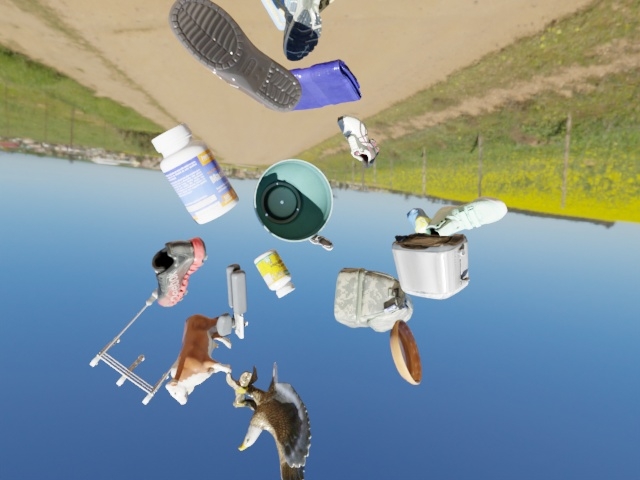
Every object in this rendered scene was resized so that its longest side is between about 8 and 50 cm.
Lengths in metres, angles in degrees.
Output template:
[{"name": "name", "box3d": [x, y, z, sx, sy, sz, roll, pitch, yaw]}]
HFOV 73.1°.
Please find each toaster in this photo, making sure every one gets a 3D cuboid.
[{"name": "toaster", "box3d": [0.284, 0.063, 1.140, 0.129, 0.147, 0.226, -21, -165, -37]}]

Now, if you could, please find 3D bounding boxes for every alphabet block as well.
[{"name": "alphabet block", "box3d": [-0.082, -0.877, 1.499, 0.193, 0.197, 0.192, 28, 162, 48]}]

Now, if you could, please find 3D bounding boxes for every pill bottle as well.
[{"name": "pill bottle", "box3d": [-0.370, -0.199, 1.273, 0.152, 0.272, 0.152, -25, -160, 9]}, {"name": "pill bottle", "box3d": [-0.207, 0.155, 2.003, 0.117, 0.209, 0.117, -31, 173, -4]}]

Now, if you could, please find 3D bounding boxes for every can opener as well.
[{"name": "can opener", "box3d": [-0.276, 0.205, 1.371, 0.093, 0.281, 0.074, -15, -142, -34]}]

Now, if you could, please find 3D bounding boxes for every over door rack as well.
[{"name": "over door rack", "box3d": [-0.604, 0.377, 1.543, 0.239, 0.324, 0.108, 40, 147, -7]}]

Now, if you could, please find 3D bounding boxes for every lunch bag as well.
[{"name": "lunch bag", "box3d": [0.211, 0.227, 1.634, 0.255, 0.213, 0.305, -2, 161, 19]}]

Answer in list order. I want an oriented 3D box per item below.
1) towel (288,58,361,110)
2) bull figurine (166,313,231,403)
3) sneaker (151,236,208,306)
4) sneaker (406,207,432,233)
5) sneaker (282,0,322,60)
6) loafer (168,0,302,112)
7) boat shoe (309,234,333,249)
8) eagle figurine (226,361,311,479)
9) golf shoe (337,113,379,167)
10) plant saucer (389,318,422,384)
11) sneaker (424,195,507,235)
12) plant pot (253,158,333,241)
[{"name": "towel", "box3d": [-0.029, -0.554, 1.538, 0.307, 0.077, 0.227, -2, 167, 24]}, {"name": "bull figurine", "box3d": [-0.386, 0.373, 1.409, 0.188, 0.101, 0.311, 9, -135, -14]}, {"name": "sneaker", "box3d": [-0.445, 0.096, 1.275, 0.135, 0.276, 0.098, 3, -136, -44]}, {"name": "sneaker", "box3d": [0.386, -0.056, 1.597, 0.091, 0.126, 0.240, -31, 154, 8]}, {"name": "sneaker", "box3d": [-0.059, -0.686, 1.288, 0.110, 0.283, 0.122, -7, -139, -34]}, {"name": "loafer", "box3d": [-0.218, -0.446, 1.089, 0.365, 0.134, 0.130, 39, 176, -16]}, {"name": "boat shoe", "box3d": [0.000, 0.000, 1.915, 0.125, 0.046, 0.038, 32, 159, 14]}, {"name": "eagle figurine", "box3d": [-0.125, 0.495, 1.180, 0.298, 0.225, 0.226, 29, -178, 23]}, {"name": "golf shoe", "box3d": [0.171, -0.456, 1.976, 0.105, 0.120, 0.273, -16, 132, 42]}, {"name": "plant saucer", "box3d": [0.262, 0.347, 1.343, 0.037, 0.200, 0.200, -21, 177, 22]}, {"name": "sneaker", "box3d": [0.449, -0.053, 1.361, 0.151, 0.094, 0.255, -44, -162, -31]}, {"name": "plant pot", "box3d": [-0.124, -0.146, 1.622, 0.292, 0.294, 0.196, 3, -178, -20]}]
